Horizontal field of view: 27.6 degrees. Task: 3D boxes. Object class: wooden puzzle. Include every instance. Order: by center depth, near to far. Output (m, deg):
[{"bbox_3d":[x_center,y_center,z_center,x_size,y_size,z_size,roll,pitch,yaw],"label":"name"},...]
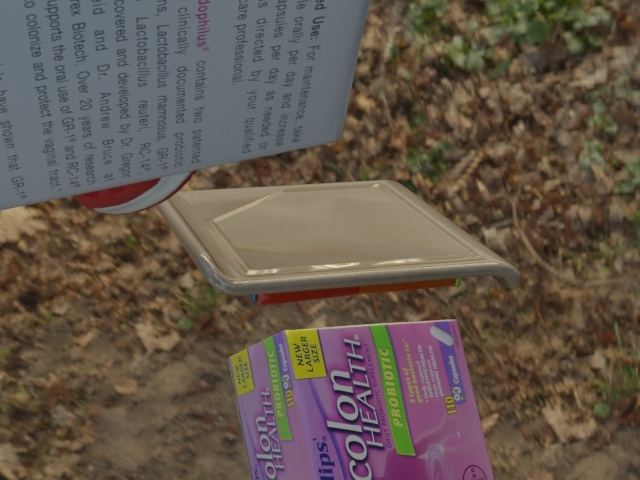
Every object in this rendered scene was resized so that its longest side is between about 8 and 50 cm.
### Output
[{"bbox_3d":[0.000,0.000,0.980,0.239,0.221,0.044,1,108,-19],"label":"wooden puzzle"}]

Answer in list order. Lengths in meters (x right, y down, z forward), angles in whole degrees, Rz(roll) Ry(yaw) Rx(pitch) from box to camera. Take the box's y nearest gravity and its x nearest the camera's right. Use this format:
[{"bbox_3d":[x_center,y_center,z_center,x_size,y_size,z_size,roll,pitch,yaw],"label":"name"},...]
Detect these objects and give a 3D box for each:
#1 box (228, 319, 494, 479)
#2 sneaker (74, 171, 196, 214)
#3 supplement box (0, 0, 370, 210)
[{"bbox_3d":[0.048,0.205,1.403,0.117,0.243,0.213,-30,67,50],"label":"box"},{"bbox_3d":[-0.115,-0.090,0.769,0.221,0.128,0.087,-37,61,34],"label":"sneaker"},{"bbox_3d":[-0.106,-0.079,0.368,0.220,0.114,0.111,-12,63,-12],"label":"supplement box"}]
